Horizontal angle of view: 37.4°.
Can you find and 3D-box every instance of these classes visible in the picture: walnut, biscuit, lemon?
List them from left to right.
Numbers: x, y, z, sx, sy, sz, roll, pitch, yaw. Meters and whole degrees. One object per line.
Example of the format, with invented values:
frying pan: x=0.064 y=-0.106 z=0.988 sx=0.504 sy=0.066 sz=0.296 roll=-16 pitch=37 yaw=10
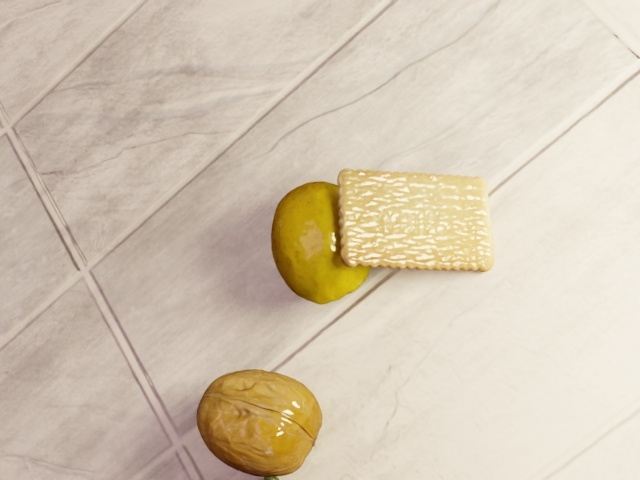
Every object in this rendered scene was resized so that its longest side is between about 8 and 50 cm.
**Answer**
walnut: x=-0.098 y=0.287 z=1.497 sx=0.197 sy=0.165 sz=0.165 roll=3 pitch=77 yaw=25
lemon: x=0.000 y=0.000 z=1.519 sx=0.170 sy=0.170 sz=0.207 roll=-19 pitch=76 yaw=20
biscuit: x=0.147 y=-0.030 z=1.464 sx=0.249 sy=0.030 sz=0.160 roll=1 pitch=74 yaw=-15

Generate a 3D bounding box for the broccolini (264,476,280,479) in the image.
broccolini: x=-0.085 y=0.389 z=1.541 sx=0.140 sy=0.030 sz=0.035 roll=54 pitch=137 yaw=31
